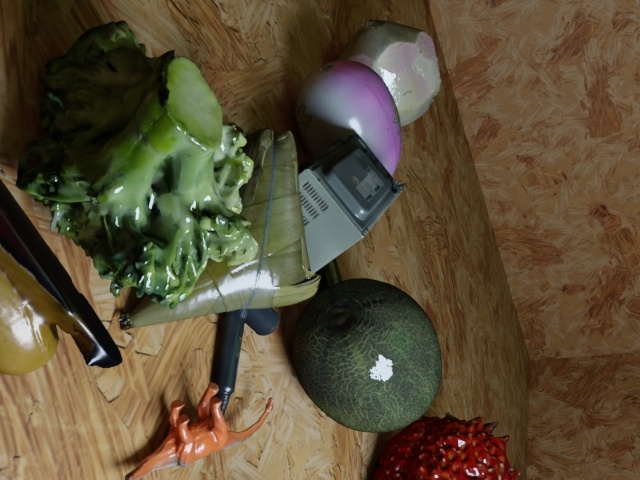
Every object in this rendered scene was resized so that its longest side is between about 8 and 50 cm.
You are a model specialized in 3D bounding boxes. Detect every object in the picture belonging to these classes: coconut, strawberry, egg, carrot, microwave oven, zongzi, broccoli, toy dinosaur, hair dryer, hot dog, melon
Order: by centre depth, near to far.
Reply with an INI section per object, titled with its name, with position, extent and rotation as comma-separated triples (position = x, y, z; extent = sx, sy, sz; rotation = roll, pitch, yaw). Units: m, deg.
[hot dog]
position = -0.294, -0.009, 0.509
extent = 0.326, 0.107, 0.194
rotation = 57, -14, 0
[broccoli]
position = -0.159, -0.095, 0.653
extent = 0.288, 0.246, 0.248
rotation = 54, 47, -13
[toy dinosaur]
position = -0.138, 0.229, 0.798
extent = 0.280, 0.055, 0.101
rotation = -14, 118, -52
[zongzi]
position = -0.134, -0.017, 0.799
extent = 0.256, 0.115, 0.228
rotation = -8, 92, -28
[hair dryer]
position = -0.133, 0.135, 0.880
extent = 0.173, 0.050, 0.194
rotation = 52, 40, -41
[microwave oven]
position = 0.011, -0.061, 1.057
extent = 0.145, 0.194, 0.240
rotation = 48, 30, -2
[melon]
position = 0.080, 0.195, 1.073
extent = 0.301, 0.238, 0.237
rotation = 57, 33, -50
[carrot]
position = 0.000, 0.000, 1.216
extent = 0.049, 0.049, 0.254
rotation = -7, 83, -65
[egg]
position = 0.056, -0.211, 1.239
extent = 0.271, 0.197, 0.196
rotation = 77, 20, -47
[strawberry]
position = 0.227, 0.517, 1.274
extent = 0.343, 0.292, 0.292
rotation = -45, 123, -39
[coconut]
position = 0.151, -0.384, 1.457
extent = 0.227, 0.227, 0.230
rotation = -64, 144, -52

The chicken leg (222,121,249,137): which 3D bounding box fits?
[chicken leg]
position = -0.151, -0.138, 0.905
extent = 0.101, 0.085, 0.207
rotation = 66, 18, -4
